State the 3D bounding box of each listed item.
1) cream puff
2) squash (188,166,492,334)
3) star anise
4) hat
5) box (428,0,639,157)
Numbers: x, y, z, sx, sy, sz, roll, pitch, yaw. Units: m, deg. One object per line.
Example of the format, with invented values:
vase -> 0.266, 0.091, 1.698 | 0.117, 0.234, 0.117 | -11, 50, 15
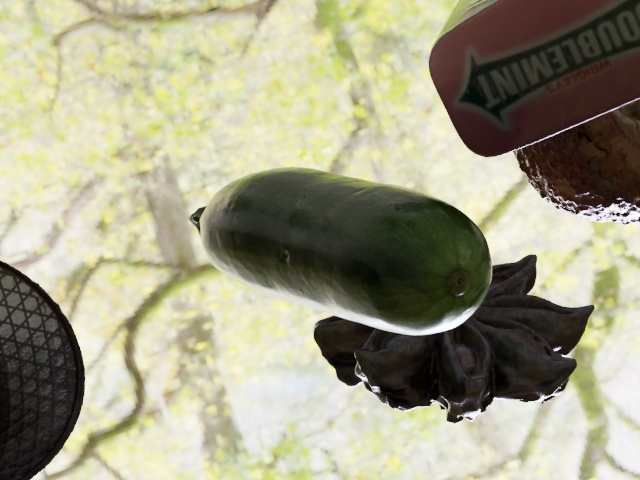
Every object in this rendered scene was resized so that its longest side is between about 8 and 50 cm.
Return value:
cream puff -> 0.297, -0.120, 1.427 | 0.240, 0.240, 0.164 | -12, 159, -42
squash -> 0.000, 0.000, 0.938 | 0.101, 0.101, 0.379 | -16, -169, -26
star anise -> 0.113, 0.087, 1.201 | 0.236, 0.109, 0.223 | 15, -142, 14
hat -> -0.253, 0.099, 0.854 | 0.193, 0.193, 0.082 | -15, 152, -32
box -> 0.201, -0.188, 1.081 | 0.190, 0.112, 0.369 | -21, -165, 17
